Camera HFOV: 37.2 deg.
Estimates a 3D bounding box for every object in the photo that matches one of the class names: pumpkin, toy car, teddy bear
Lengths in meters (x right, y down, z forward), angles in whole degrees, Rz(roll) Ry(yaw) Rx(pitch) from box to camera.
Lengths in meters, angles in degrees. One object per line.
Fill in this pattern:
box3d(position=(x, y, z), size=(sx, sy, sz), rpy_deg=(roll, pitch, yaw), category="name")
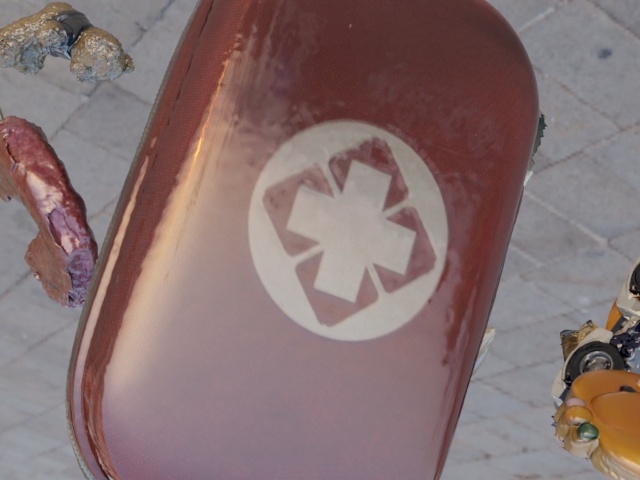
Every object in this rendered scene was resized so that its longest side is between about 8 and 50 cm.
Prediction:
box3d(position=(0.431, 0.183, 1.554), size=(0.035, 0.101, 0.073), rpy_deg=(27, 137, -29), category="pumpkin")
box3d(position=(0.407, 0.150, 1.247), size=(0.118, 0.301, 0.193), rpy_deg=(30, 165, 47), category="toy car")
box3d(position=(-0.438, -0.338, 1.612), size=(0.251, 0.129, 0.182), rpy_deg=(11, -175, 14), category="teddy bear")

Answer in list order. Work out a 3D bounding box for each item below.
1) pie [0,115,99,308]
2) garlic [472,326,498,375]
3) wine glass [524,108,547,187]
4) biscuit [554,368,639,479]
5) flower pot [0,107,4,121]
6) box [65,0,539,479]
box3d(position=(-0.294, -0.027, 1.005), size=(0.219, 0.054, 0.204), rpy_deg=(65, 155, 0), category="pie")
box3d(position=(0.186, 0.200, 1.846), size=(0.325, 0.132, 0.279), rpy_deg=(14, 159, 29), category="garlic")
box3d(position=(0.143, -0.171, 1.355), size=(0.323, 0.238, 0.238), rpy_deg=(35, 159, 22), category="wine glass")
box3d(position=(0.319, 0.186, 0.970), size=(0.170, 0.170, 0.050), rpy_deg=(15, 119, -3), category="biscuit")
box3d(position=(-0.593, -0.158, 1.363), size=(0.212, 0.212, 0.202), rpy_deg=(7, -177, 11), category="flower pot")
box3d(position=(0.000, 0.000, 0.614), size=(0.263, 0.404, 0.108), rpy_deg=(21, 170, -21), category="box")
